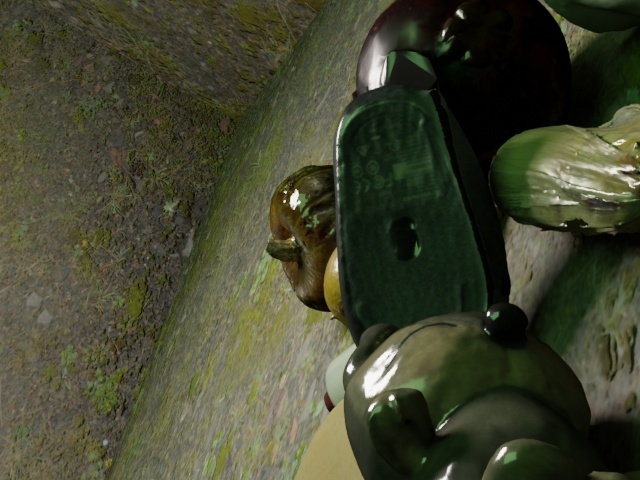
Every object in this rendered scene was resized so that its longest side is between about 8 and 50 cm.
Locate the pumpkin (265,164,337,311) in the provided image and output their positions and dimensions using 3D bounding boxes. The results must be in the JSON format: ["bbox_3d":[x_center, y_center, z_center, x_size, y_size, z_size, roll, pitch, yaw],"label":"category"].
[{"bbox_3d":[-0.003,0.001,1.388,0.260,0.189,0.260,41,138,50],"label":"pumpkin"}]

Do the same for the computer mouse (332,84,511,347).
[{"bbox_3d":[0.114,0.001,0.968,0.114,0.203,0.374,13,-112,-71],"label":"computer mouse"}]

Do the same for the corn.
[{"bbox_3d":[0.281,-0.068,0.866,0.123,0.122,0.305,-21,8,-13],"label":"corn"}]

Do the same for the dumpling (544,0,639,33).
[{"bbox_3d":[0.387,-0.389,0.927,0.212,0.270,0.321,-8,-56,-54],"label":"dumpling"}]

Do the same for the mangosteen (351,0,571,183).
[{"bbox_3d":[0.189,-0.204,1.113,0.311,0.311,0.311,-53,18,26],"label":"mangosteen"}]

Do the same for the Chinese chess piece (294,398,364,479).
[{"bbox_3d":[0.058,0.304,0.971,0.273,0.102,0.273,-53,20,28],"label":"Chinese chess piece"}]

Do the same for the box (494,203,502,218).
[{"bbox_3d":[0.189,-0.041,1.185,0.155,0.087,0.023,-152,47,-73],"label":"box"}]

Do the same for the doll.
[{"bbox_3d":[0.102,0.237,0.713,0.379,0.252,0.382,-58,10,10],"label":"doll"}]

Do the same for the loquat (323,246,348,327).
[{"bbox_3d":[0.092,0.051,1.189,0.204,0.149,0.172,-47,-25,-25],"label":"loquat"}]

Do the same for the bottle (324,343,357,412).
[{"bbox_3d":[0.082,0.175,1.103,0.245,0.104,0.104,-45,23,44],"label":"bottle"}]
